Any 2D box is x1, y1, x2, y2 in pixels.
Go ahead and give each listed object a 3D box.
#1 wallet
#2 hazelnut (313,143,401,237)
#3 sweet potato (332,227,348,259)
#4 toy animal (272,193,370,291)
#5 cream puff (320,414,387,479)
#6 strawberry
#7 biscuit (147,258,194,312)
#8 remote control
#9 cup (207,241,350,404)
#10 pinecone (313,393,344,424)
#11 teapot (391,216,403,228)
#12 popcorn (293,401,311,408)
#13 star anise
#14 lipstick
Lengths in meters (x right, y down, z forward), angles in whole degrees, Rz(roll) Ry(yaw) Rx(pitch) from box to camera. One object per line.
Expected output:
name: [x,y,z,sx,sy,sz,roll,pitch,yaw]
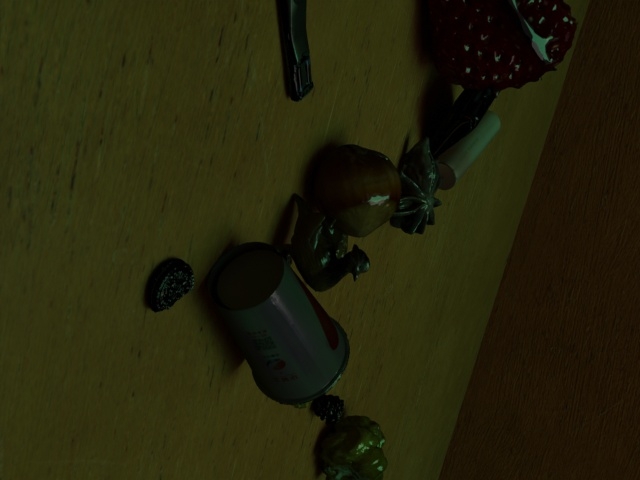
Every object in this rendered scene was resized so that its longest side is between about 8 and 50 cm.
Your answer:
wallet: [0.364,-0.322,1.862,0.221,0.071,0.262,-59,-173,-26]
hazelnut: [0.067,-0.096,1.442,0.182,0.182,0.182,-45,146,-42]
sweet potato: [0.029,0.013,1.562,0.068,0.060,0.206,145,-37,-72]
toy animal: [0.000,0.000,1.363,0.089,0.179,0.188,3,80,-67]
cream puff: [0.100,0.564,2.002,0.195,0.194,0.221,-50,154,-36]
strawberry: [0.367,-0.502,1.618,0.295,0.317,0.345,-50,132,-10]
biscuit: [-0.224,0.069,1.114,0.089,0.027,0.087,27,84,-66]
remote control: [-0.038,-0.323,1.194,0.059,0.028,0.212,-49,149,-36]
cup: [-0.078,0.137,1.301,0.203,0.203,0.288,-58,147,-23]
pinecone: [0.019,0.415,1.837,0.083,0.077,0.077,38,71,-32]
teapot: [0.222,-0.061,1.900,0.088,0.057,0.066,-27,133,-56]
popcorn: [-0.040,0.338,1.668,0.082,0.057,0.083,-63,159,2]
star anise: [0.228,-0.123,1.815,0.198,0.110,0.258,47,58,-45]
lipstick: [0.410,-0.261,2.098,0.327,0.087,0.087,-46,147,-40]
